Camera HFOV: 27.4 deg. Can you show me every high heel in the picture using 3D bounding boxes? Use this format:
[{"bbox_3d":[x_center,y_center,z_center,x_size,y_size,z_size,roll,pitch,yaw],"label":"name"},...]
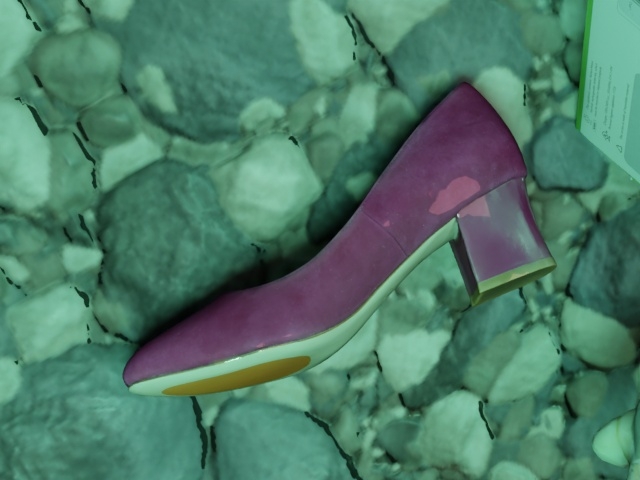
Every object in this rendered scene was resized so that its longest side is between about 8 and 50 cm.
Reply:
[{"bbox_3d":[0.000,0.000,0.701,0.244,0.082,0.117,-20,76,-5],"label":"high heel"}]

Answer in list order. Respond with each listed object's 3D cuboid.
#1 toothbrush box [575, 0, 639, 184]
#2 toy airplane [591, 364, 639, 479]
[{"bbox_3d":[0.288,-0.159,0.709,0.283,0.122,0.206,-30,146,-14],"label":"toothbrush box"},{"bbox_3d":[0.323,0.179,0.756,0.384,0.272,0.386,-5,135,-11],"label":"toy airplane"}]
